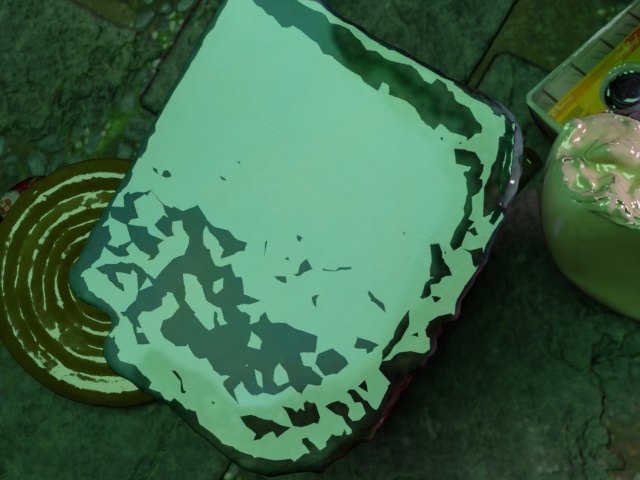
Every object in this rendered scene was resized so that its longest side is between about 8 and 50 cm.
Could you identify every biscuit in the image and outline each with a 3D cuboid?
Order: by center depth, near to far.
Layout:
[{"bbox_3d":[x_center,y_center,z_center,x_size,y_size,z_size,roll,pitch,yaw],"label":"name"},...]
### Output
[{"bbox_3d":[-0.212,0.044,1.355,0.261,0.037,0.262,0,90,1],"label":"biscuit"}]

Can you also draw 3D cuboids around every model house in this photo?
[{"bbox_3d":[0.000,0.000,1.215,0.297,0.339,0.360,29,94,9],"label":"model house"}]

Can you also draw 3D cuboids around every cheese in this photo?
[{"bbox_3d":[0.323,-0.014,1.167,0.266,0.233,0.127,13,67,17],"label":"cheese"}]

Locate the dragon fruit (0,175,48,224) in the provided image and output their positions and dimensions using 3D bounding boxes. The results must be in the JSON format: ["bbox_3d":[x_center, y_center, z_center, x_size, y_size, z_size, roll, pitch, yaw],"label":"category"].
[{"bbox_3d":[-0.323,-0.023,1.430,0.190,0.094,0.094,-2,74,21],"label":"dragon fruit"}]

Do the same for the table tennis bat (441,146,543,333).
[{"bbox_3d":[0.131,0.003,1.256,0.234,0.022,0.131,-52,39,34],"label":"table tennis bat"}]

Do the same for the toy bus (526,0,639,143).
[{"bbox_3d":[0.326,-0.182,1.289,0.268,0.092,0.106,-42,58,2],"label":"toy bus"}]
